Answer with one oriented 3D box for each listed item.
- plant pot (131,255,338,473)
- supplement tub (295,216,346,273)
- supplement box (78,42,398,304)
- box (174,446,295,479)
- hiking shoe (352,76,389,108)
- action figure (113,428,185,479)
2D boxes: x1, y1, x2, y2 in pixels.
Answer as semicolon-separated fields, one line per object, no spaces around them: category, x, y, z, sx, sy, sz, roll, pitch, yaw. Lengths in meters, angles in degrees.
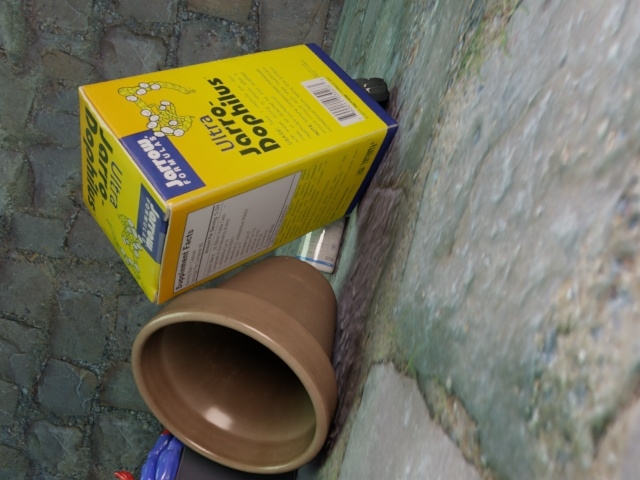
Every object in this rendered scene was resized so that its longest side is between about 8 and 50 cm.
plant pot;-0.081;0.141;0.719;0.229;0.263;0.263;-56;-12;-56
supplement tub;0.000;0.000;0.911;0.071;0.071;0.107;152;132;-79
supplement box;-0.106;-0.106;0.706;0.356;0.195;0.194;-26;-24;-36
box;-0.160;0.423;0.854;0.296;0.183;0.294;-85;14;-48
hiking shoe;0.043;-0.152;0.890;0.304;0.113;0.132;-47;59;61
action figure;-0.242;0.304;0.676;0.091;0.139;0.280;-35;34;24
